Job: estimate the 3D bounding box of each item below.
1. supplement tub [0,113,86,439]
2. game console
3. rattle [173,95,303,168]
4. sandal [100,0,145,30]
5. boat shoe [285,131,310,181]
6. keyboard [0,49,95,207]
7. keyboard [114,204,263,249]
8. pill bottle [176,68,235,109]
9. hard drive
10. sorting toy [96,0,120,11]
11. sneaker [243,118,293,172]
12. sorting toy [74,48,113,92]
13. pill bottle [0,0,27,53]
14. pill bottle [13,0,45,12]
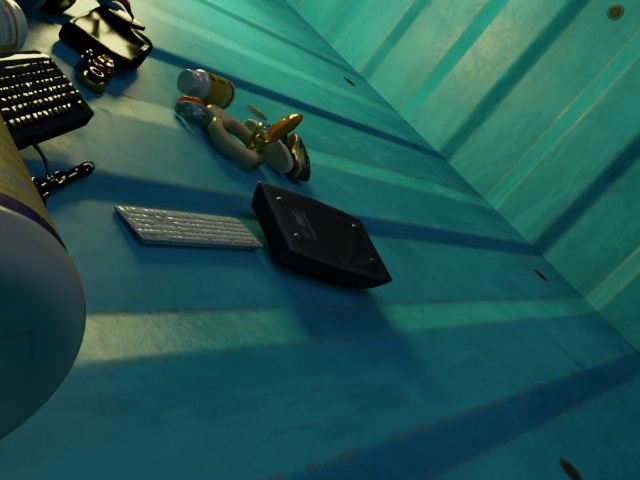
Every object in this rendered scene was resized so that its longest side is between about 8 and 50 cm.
[{"bbox_3d":[-0.326,-0.026,0.515,0.241,0.241,0.331,14,33,-50],"label":"supplement tub"},{"bbox_3d":[-0.480,-0.435,1.376,0.361,0.044,0.213,34,21,-15],"label":"game console"},{"bbox_3d":[-0.159,-0.239,1.406,0.200,0.143,0.130,47,39,1],"label":"rattle"},{"bbox_3d":[-0.407,-0.473,1.471,0.179,0.040,0.067,44,17,14],"label":"sandal"},{"bbox_3d":[-0.050,-0.170,1.574,0.049,0.056,0.152,35,30,-28],"label":"boat shoe"},{"bbox_3d":[-0.357,-0.141,0.922,0.201,0.033,0.317,58,17,-11],"label":"keyboard"},{"bbox_3d":[-0.180,-0.017,1.077,0.072,0.014,0.256,50,22,24],"label":"keyboard"},{"bbox_3d":[-0.231,-0.305,1.512,0.065,0.065,0.116,51,23,27],"label":"pill bottle"},{"bbox_3d":[0.000,0.000,1.276,0.254,0.054,0.172,18,36,-44],"label":"hard drive"},{"bbox_3d":[-0.491,-0.516,1.299,0.347,0.047,0.196,30,1,-28],"label":"sorting toy"},{"bbox_3d":[-0.087,-0.193,1.539,0.084,0.058,0.152,-4,41,-51],"label":"sneaker"},{"bbox_3d":[-0.374,-0.288,1.257,0.061,0.042,0.102,33,22,-19],"label":"sorting toy"},{"bbox_3d":[-0.461,-0.265,0.949,0.117,0.117,0.215,38,20,-5],"label":"pill bottle"},{"bbox_3d":[-0.507,-0.401,1.162,0.112,0.112,0.187,37,21,-9],"label":"pill bottle"}]
